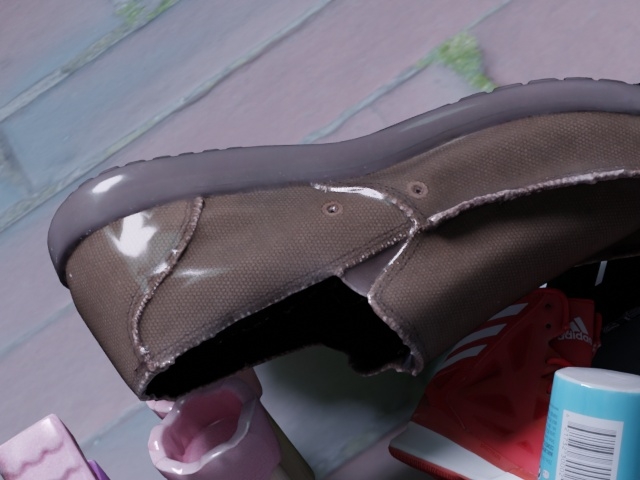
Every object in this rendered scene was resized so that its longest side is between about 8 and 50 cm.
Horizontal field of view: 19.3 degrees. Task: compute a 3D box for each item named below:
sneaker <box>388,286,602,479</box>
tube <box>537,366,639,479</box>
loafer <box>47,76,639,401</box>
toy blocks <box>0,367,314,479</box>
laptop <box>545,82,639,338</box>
[{"bbox_3d":[0.135,0.089,1.006,0.221,0.087,0.128,16,79,47],"label":"sneaker"},{"bbox_3d":[0.123,0.166,0.897,0.080,0.052,0.207,18,102,54],"label":"tube"},{"bbox_3d":[0.047,0.015,0.991,0.366,0.134,0.130,-12,64,-6],"label":"loafer"},{"bbox_3d":[-0.130,0.180,0.986,0.288,0.260,0.309,-33,34,0],"label":"toy blocks"},{"bbox_3d":[0.273,-0.021,1.120,0.264,0.136,0.234,-37,23,46],"label":"laptop"}]
